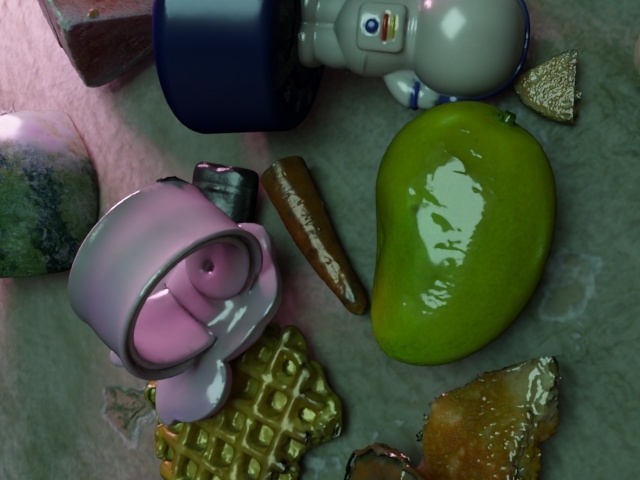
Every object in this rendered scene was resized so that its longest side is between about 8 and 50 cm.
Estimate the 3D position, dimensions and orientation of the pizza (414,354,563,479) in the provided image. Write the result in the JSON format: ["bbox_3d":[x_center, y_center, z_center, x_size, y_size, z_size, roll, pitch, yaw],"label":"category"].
[{"bbox_3d":[0.169,0.215,0.827,0.147,0.069,0.226,10,85,47],"label":"pizza"}]

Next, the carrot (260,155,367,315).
[{"bbox_3d":[0.000,0.000,0.970,0.061,0.061,0.209,-35,69,17],"label":"carrot"}]

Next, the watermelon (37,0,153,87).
[{"bbox_3d":[-0.303,-0.358,1.123,0.262,0.201,0.213,-31,74,14],"label":"watermelon"}]

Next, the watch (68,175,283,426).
[{"bbox_3d":[-0.177,0.059,0.897,0.211,0.217,0.248,40,94,29],"label":"watch"}]

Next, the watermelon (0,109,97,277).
[{"bbox_3d":[-0.440,-0.065,1.161,0.176,0.256,0.260,-139,67,-73],"label":"watermelon"}]

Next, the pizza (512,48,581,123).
[{"bbox_3d":[0.257,-0.168,0.886,0.083,0.025,0.078,43,104,26],"label":"pizza"}]

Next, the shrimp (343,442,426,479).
[{"bbox_3d":[0.098,0.318,0.812,0.253,0.058,0.173,61,141,24],"label":"shrimp"}]

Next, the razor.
[{"bbox_3d":[-0.129,-0.023,1.037,0.090,0.054,0.148,12,90,26],"label":"razor"}]

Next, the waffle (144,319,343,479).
[{"bbox_3d":[-0.090,0.228,0.966,0.291,0.051,0.291,-6,77,28],"label":"waffle"}]

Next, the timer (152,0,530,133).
[{"bbox_3d":[0.037,-0.233,0.917,0.383,0.270,0.270,9,83,13],"label":"timer"}]

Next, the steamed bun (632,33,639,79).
[{"bbox_3d":[0.375,-0.177,0.789,0.130,0.091,0.112,33,100,26],"label":"steamed bun"}]

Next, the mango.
[{"bbox_3d":[0.145,-0.007,0.840,0.185,0.149,0.273,1,85,21],"label":"mango"}]
